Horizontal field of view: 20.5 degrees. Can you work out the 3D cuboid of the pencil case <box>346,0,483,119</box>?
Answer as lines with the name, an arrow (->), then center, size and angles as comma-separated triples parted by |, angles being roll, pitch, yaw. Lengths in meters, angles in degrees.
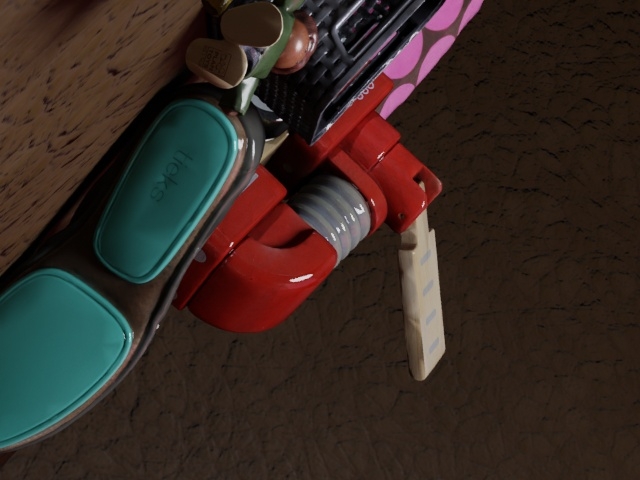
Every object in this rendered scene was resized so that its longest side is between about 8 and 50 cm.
pencil case -> 0.045, -0.164, 1.386 | 0.209, 0.098, 0.095 | -46, 135, -18

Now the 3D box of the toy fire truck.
toy fire truck -> 0.000, 0.000, 1.226 | 0.217, 0.246, 0.158 | -47, 179, -36

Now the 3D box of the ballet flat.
ballet flat -> -0.123, 0.021, 1.078 | 0.280, 0.095, 0.096 | -47, 177, 15

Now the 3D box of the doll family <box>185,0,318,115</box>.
doll family -> 0.001, -0.139, 0.666 | 0.193, 0.076, 0.111 | -50, 174, 14

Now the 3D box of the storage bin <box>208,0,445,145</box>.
storage bin -> 0.008, -0.133, 0.995 | 0.122, 0.084, 0.180 | -47, 180, -5
